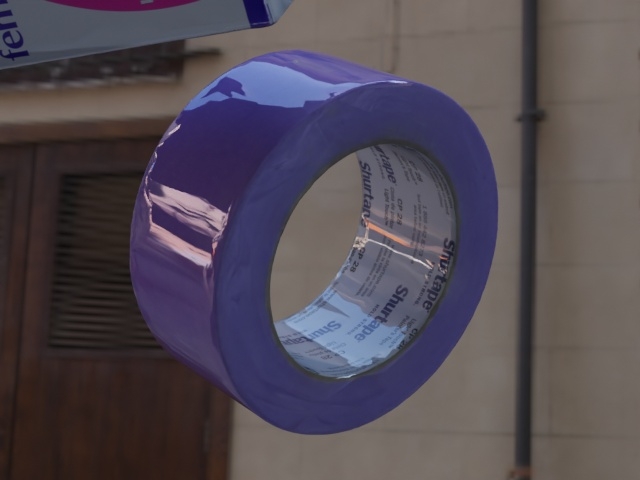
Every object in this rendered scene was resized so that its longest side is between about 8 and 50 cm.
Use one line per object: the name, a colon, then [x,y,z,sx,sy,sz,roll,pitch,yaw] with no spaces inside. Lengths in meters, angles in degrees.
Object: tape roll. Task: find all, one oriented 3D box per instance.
tape roll: [0.000,0.000,0.696,0.189,0.189,0.080,12,8,-43]

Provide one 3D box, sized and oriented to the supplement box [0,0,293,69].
supplement box: [-0.120,-0.153,0.615,0.220,0.111,0.114,-6,29,22]
